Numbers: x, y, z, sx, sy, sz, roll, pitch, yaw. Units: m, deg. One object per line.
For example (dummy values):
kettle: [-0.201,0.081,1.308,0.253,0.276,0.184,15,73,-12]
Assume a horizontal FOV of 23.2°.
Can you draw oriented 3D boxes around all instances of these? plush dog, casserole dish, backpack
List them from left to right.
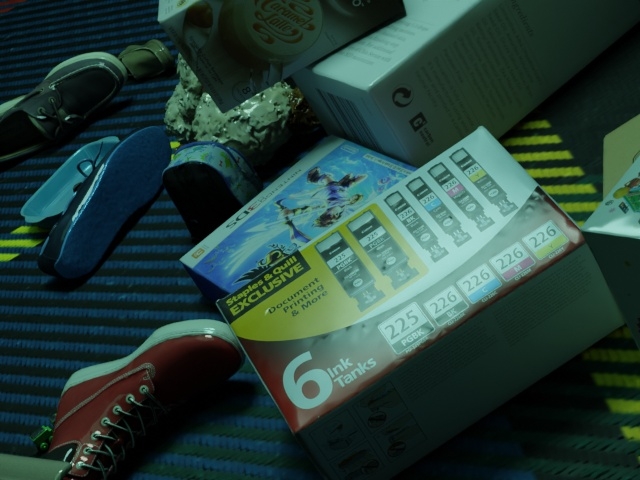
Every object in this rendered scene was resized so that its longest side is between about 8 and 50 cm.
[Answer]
casserole dish: [-0.344,-0.076,2.218,0.114,0.037,0.188,1,42,45]
backpack: [-0.134,-0.068,1.920,0.105,0.114,0.084,-13,34,33]
plush dog: [-0.103,-0.195,2.042,0.262,0.210,0.225,-27,52,8]

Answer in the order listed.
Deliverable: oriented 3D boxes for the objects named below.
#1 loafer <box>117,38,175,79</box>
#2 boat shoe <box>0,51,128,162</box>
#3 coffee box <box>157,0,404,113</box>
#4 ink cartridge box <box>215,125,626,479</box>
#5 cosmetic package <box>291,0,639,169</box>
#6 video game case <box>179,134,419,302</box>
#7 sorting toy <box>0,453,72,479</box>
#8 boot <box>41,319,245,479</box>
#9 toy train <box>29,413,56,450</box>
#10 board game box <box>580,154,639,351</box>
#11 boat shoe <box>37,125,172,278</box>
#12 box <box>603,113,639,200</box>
loafer: [-0.277,-0.279,2.452,0.050,0.056,0.148,-46,22,-22]
boat shoe: [-0.420,-0.194,2.415,0.285,0.103,0.092,-24,35,23]
coffee box: [-0.047,-0.277,1.801,0.246,0.141,0.098,-29,27,12]
ink cartridge box: [0.075,0.048,1.468,0.309,0.130,0.272,-34,42,-2]
cosmetic package: [0.207,-0.273,1.855,0.453,0.161,0.230,-39,28,-11]
video game case: [0.000,0.000,1.742,0.244,0.061,0.269,-41,30,-14]
sorting toy: [-0.340,0.309,1.578,0.348,0.047,0.196,-1,58,42]
boot: [-0.188,0.186,1.615,0.244,0.088,0.176,-26,29,28]
toy train: [-0.289,0.202,1.746,0.083,0.023,0.017,-42,30,-16]
board game box: [0.359,-0.022,1.261,0.097,0.224,0.303,10,50,47]
boat shoe: [-0.298,-0.060,2.080,0.089,0.109,0.258,-5,36,45]
box: [0.358,-0.096,1.513,0.201,0.021,0.164,-34,28,34]
